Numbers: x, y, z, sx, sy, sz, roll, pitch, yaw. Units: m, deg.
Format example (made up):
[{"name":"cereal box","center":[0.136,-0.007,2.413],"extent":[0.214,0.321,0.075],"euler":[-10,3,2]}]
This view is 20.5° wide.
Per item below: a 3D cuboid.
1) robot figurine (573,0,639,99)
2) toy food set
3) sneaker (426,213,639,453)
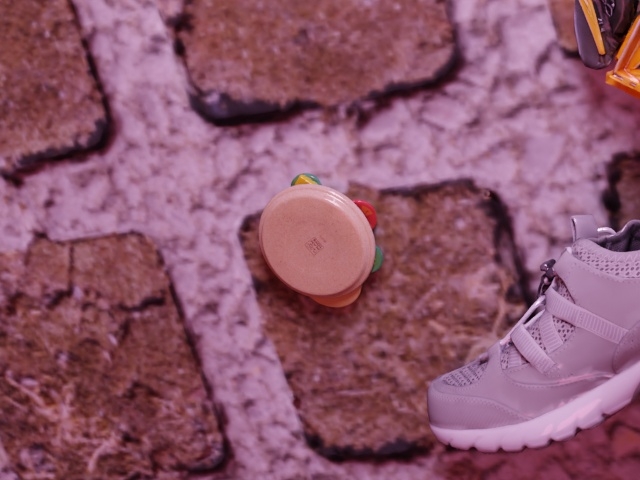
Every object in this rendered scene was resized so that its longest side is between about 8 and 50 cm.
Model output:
[{"name":"robot figurine","center":[0.248,-0.166,0.918],"extent":[0.211,0.085,0.291],"euler":[28,121,9]},{"name":"toy food set","center":[0.000,0.000,1.138],"extent":[0.083,0.020,0.083],"euler":[35,122,5]},{"name":"sneaker","center":[0.168,0.040,1.044],"extent":[0.281,0.105,0.115],"euler":[-29,88,37]}]
